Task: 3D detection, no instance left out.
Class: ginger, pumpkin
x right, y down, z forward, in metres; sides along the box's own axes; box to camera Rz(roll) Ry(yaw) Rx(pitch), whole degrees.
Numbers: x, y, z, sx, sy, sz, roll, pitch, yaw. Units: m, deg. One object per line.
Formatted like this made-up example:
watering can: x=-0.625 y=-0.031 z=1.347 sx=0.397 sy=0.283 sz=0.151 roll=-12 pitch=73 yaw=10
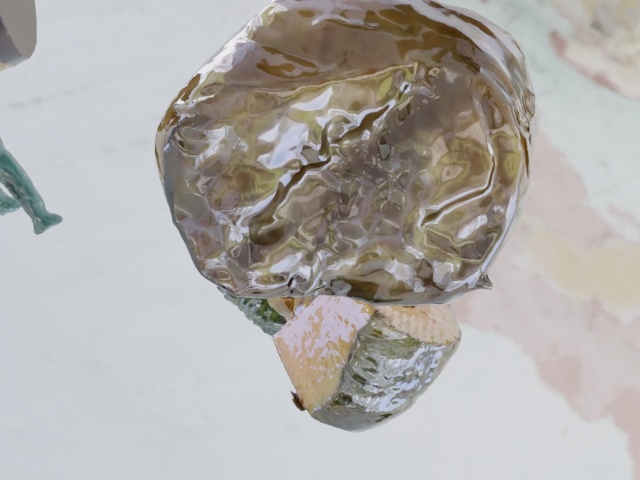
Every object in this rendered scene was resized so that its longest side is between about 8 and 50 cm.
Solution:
ginger: x=0.018 y=-0.078 z=0.990 sx=0.269 sy=0.200 sz=0.223 roll=5 pitch=-158 yaw=-11
pumpkin: x=-0.001 y=0.064 z=1.444 sx=0.280 sy=0.139 sz=0.190 roll=35 pitch=-156 yaw=-8

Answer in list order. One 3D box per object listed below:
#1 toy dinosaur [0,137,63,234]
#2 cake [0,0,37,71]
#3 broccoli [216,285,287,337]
toy dinosaur: x=-0.378 y=-0.117 z=1.277 sx=0.331 sy=0.129 sz=0.383 roll=65 pitch=-156 yaw=-21
cake: x=-0.325 y=-0.210 z=1.096 sx=0.178 sy=0.208 sz=0.185 roll=-9 pitch=-117 yaw=-1
broccoli: x=0.000 y=0.000 z=1.674 sx=0.247 sy=0.243 sz=0.263 roll=12 pitch=-165 yaw=-25
